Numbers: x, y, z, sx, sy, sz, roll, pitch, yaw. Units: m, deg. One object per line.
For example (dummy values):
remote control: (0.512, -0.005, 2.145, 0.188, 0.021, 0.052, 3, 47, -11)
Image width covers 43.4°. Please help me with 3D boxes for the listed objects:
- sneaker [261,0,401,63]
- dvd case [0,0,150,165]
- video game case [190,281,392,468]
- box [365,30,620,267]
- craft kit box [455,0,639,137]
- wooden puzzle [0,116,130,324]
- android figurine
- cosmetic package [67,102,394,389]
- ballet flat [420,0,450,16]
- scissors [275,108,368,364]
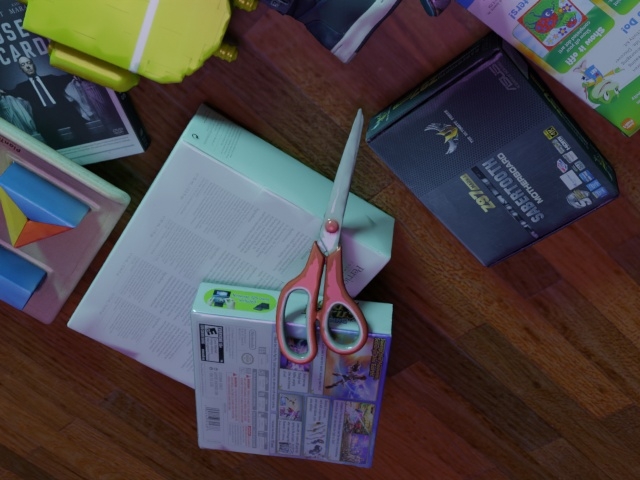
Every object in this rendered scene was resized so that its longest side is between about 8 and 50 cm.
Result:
sneaker: (0.011, -0.277, 0.758, 0.163, 0.086, 0.226, 35, 149, -10)
dvd case: (-0.332, -0.195, 0.960, 0.179, 0.029, 0.238, -9, 125, 18)
video game case: (-0.040, 0.183, 1.056, 0.244, 0.061, 0.269, 7, 129, 3)
box: (0.194, -0.095, 0.910, 0.183, 0.059, 0.233, -32, 115, 31)
craft kit box: (0.301, -0.259, 0.767, 0.247, 0.061, 0.250, 35, 126, -13)
wooden puzzle: (-0.456, -0.032, 1.052, 0.322, 0.080, 0.348, 32, 134, -14)
android figurine: (-0.204, -0.270, 0.841, 0.273, 0.056, 0.248, 18, 122, -12)
cosmetic package: (-0.126, 0.045, 1.058, 0.284, 0.097, 0.377, 32, 127, -13)
ballet flat: (0.098, -0.280, 0.806, 0.041, 0.041, 0.114, -25, 119, 27)
scissors: (0.000, 0.000, 0.920, 0.109, 0.021, 0.297, 0, 101, 6)
